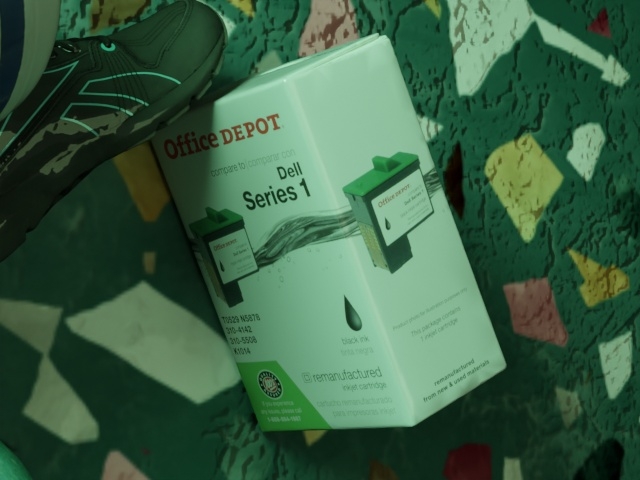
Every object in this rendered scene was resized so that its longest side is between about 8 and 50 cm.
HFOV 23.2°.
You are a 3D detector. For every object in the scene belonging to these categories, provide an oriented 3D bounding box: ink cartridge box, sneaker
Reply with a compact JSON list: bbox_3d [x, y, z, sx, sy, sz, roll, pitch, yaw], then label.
[{"bbox_3d":[0.000,0.000,0.966,0.092,0.160,0.219,-27,99,-37],"label":"ink cartridge box"},{"bbox_3d":[-0.158,-0.079,0.892,0.267,0.101,0.106,-44,108,-34],"label":"sneaker"}]

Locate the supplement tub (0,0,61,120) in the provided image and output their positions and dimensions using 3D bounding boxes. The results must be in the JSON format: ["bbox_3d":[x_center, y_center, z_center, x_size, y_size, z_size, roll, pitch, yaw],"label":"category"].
[{"bbox_3d":[-0.301,-0.101,0.667,0.325,0.235,0.235,-34,104,-38],"label":"supplement tub"}]

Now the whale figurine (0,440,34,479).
[{"bbox_3d":[-0.242,0.157,0.740,0.272,0.141,0.216,15,64,-47],"label":"whale figurine"}]
